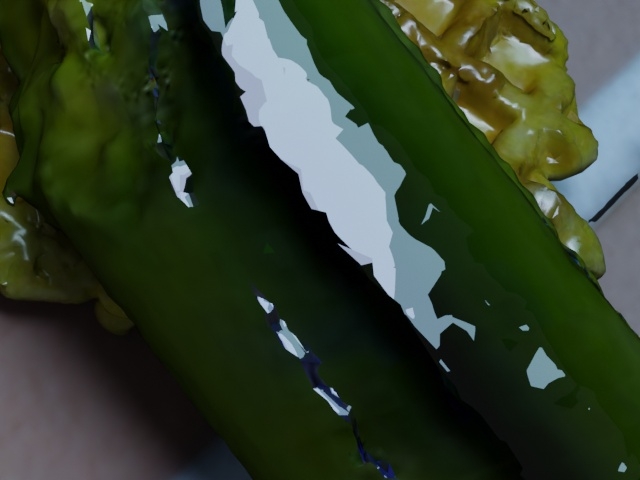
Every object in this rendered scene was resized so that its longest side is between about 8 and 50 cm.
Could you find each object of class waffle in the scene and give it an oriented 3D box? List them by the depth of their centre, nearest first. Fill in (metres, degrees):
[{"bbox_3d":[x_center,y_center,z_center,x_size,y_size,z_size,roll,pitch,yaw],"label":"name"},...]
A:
[{"bbox_3d":[-0.023,-0.065,0.645,0.238,0.059,0.243,-3,62,-21],"label":"waffle"}]

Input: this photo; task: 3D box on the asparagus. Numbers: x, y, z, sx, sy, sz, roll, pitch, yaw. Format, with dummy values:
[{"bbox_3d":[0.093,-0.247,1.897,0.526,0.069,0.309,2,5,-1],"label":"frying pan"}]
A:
[{"bbox_3d":[0.000,0.000,0.538,0.128,0.108,0.382,-37,89,-13],"label":"asparagus"}]
